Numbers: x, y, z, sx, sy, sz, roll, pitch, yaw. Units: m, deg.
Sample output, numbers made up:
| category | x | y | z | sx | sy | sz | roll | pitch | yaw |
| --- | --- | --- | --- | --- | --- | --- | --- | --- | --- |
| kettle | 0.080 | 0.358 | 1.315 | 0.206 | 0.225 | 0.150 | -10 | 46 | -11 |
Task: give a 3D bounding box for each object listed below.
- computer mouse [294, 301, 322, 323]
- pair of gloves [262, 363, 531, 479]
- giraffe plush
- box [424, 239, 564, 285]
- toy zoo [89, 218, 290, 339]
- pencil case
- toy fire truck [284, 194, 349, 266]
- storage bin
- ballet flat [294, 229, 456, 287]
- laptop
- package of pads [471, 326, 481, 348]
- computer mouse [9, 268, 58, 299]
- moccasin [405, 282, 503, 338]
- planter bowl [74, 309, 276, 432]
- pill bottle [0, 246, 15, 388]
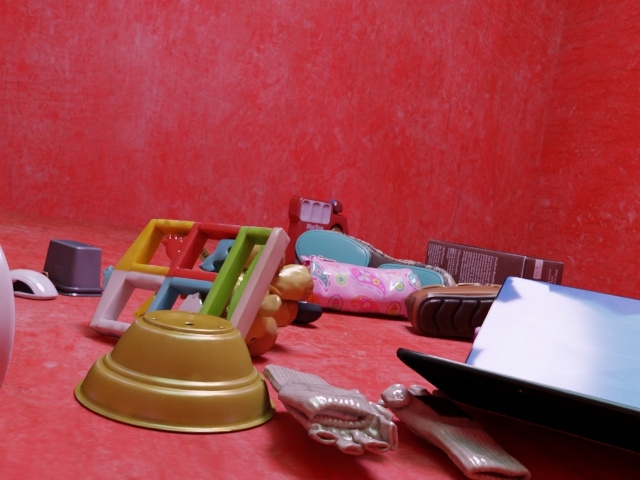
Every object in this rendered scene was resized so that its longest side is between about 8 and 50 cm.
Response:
| category | x | y | z | sx | sy | sz | roll | pitch | yaw |
| --- | --- | --- | --- | --- | --- | --- | --- | --- | --- |
| computer mouse | -0.098 | 0.135 | 1.363 | 0.242 | 0.041 | 0.071 | 3 | -10 | 40 |
| pair of gloves | 0.068 | 0.175 | 0.699 | 0.240 | 0.042 | 0.204 | 16 | 2 | -15 |
| giraffe plush | -0.111 | 0.095 | 1.005 | 0.210 | 0.181 | 0.170 | 29 | 19 | -24 |
| box | 0.424 | 0.114 | 1.752 | 0.143 | 0.191 | 0.381 | 7 | 4 | -26 |
| toy zoo | -0.203 | 0.058 | 0.961 | 0.293 | 0.192 | 0.030 | 5 | -32 | 32 |
| pencil case | 0.083 | 0.107 | 1.559 | 0.284 | 0.124 | 0.124 | 9 | 3 | -14 |
| toy fire truck | 0.000 | 0.000 | 2.037 | 0.170 | 0.253 | 0.302 | 11 | 4 | 35 |
| storage bin | -0.476 | 0.049 | 1.294 | 0.135 | 0.091 | 0.098 | 10 | 3 | 41 |
| ballet flat | 0.150 | 0.105 | 1.794 | 0.483 | 0.164 | 0.182 | 18 | -14 | 34 |
| laptop | 0.352 | 0.121 | 0.817 | 0.382 | 0.236 | 0.408 | 10 | -17 | 28 |
| package of pads | 0.323 | 0.194 | 1.265 | 0.032 | 0.050 | 0.083 | 6 | 5 | -43 |
| computer mouse | -0.547 | 0.067 | 1.206 | 0.193 | 0.042 | 0.106 | 10 | 2 | 17 |
| moccasin | 0.371 | 0.158 | 1.466 | 0.380 | 0.139 | 0.147 | -1 | 12 | -3 |
| planter bowl | -0.149 | 0.129 | 0.749 | 0.217 | 0.090 | 0.217 | 9 | 2 | 0 |
| pill bottle | -0.378 | 0.054 | 0.368 | 0.210 | 0.210 | 0.363 | 11 | 3 | 31 |
